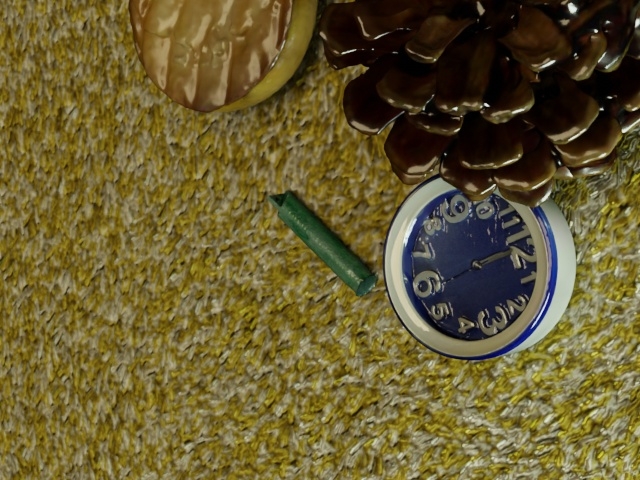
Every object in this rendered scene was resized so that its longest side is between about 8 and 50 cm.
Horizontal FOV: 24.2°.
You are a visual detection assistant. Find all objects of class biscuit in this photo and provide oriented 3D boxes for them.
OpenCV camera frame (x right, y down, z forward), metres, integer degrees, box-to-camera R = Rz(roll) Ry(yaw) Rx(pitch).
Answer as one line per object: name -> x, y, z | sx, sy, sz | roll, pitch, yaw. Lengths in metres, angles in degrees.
biscuit -> -0.127, -0.314, 1.995 | 0.296, 0.102, 0.296 | -2, 86, 36

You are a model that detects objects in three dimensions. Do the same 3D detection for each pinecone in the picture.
pinecone -> 0.175, -0.243, 1.640 | 0.398, 0.398, 0.397 | 0, 90, 34

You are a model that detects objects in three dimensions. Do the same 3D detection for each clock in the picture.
clock -> 0.190, 0.029, 1.798 | 0.230, 0.083, 0.230 | -2, 87, 33

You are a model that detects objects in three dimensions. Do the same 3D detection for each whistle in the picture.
whistle -> 0.000, 0.000, 1.948 | 0.186, 0.039, 0.039 | 44, 113, 26
